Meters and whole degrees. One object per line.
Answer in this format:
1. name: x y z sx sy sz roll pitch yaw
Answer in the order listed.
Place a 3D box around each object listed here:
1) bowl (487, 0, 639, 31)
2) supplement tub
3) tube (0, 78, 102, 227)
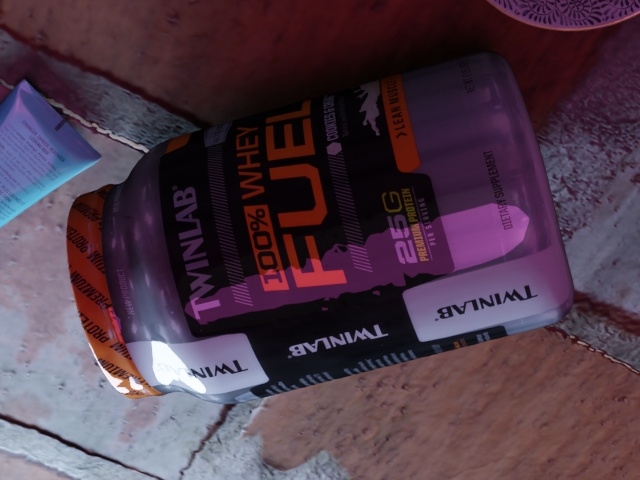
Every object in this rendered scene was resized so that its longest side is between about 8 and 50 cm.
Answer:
1. bowl: 0.160 -0.226 0.784 0.170 0.080 0.170 -1 122 -2
2. supplement tub: 0.000 0.000 0.856 0.316 0.193 0.193 -16 121 8
3. tube: -0.265 -0.027 0.920 0.207 0.052 0.080 -37 121 14
